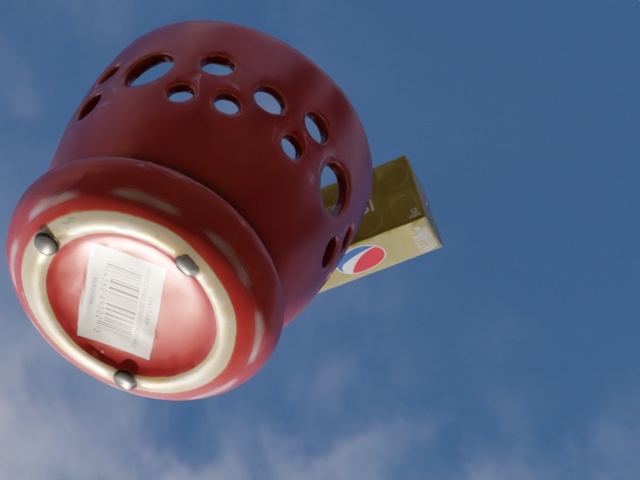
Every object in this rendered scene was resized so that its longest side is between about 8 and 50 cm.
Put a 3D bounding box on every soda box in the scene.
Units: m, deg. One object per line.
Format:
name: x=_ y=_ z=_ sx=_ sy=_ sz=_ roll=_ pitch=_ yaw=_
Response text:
soda box: x=0.000 y=0.000 z=1.203 sx=0.181 sy=0.058 sz=0.061 roll=-21 pitch=-120 yaw=8

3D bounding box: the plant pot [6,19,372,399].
plant pot: x=-0.079 y=-0.011 z=0.916 sx=0.191 sy=0.174 sz=0.191 roll=10 pitch=-51 yaw=12
